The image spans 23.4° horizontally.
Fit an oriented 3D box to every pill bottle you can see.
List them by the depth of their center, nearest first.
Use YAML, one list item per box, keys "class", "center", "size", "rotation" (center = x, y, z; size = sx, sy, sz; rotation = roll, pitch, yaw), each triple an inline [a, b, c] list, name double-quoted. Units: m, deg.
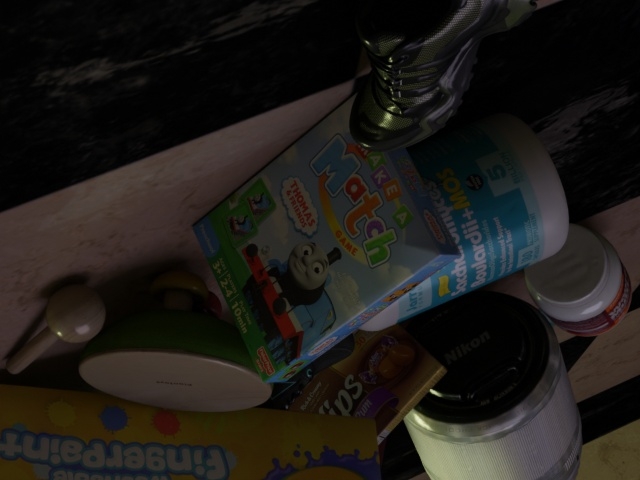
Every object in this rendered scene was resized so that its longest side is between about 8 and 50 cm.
- class: "pill bottle"
  center: [0.084, -0.008, 1.424]
  size: [0.264, 0.146, 0.146]
  rotation: [-23, 162, -12]
- class: "pill bottle"
  center: [0.326, 0.049, 1.960]
  size: [0.121, 0.121, 0.221]
  rotation: [-30, 162, 9]

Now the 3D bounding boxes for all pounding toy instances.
- class: "pounding toy"
  center: [-0.154, 0.078, 1.449]
  size: [0.236, 0.110, 0.183]
  rotation: [16, 156, -22]

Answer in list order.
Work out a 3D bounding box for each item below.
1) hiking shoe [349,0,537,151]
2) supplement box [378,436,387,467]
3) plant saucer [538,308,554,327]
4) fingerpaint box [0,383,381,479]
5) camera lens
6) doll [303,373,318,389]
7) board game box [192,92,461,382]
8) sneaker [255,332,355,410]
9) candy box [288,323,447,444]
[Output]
- class: "hiking shoe"
  center: [0.062, -0.150, 1.140]
  size: [0.114, 0.086, 0.227]
  rotation: [2, 143, -32]
- class: "supplement box"
  center: [0.001, 0.266, 2.036]
  size: [0.239, 0.073, 0.130]
  rotation: [-18, 123, -55]
- class: "plant saucer"
  center: [0.314, 0.137, 2.349]
  size: [0.119, 0.021, 0.119]
  rotation: [-24, 161, -9]
- class: "fingerpaint box"
  center: [-0.206, 0.307, 1.644]
  size: [0.444, 0.163, 0.371]
  rotation: [7, 148, -22]
- class: "camera lens"
  center: [0.219, 0.215, 2.003]
  size: [0.219, 0.219, 0.274]
  rotation: [-26, 138, -2]
- class: "doll"
  center: [-0.050, 0.178, 1.911]
  size: [0.189, 0.046, 0.129]
  rotation: [-11, 163, -41]
- class: "board game box"
  center: [0.000, 0.000, 1.307]
  size: [0.211, 0.160, 0.039]
  rotation: [-37, 158, 29]
- class: "sneaker"
  center: [-0.068, 0.173, 1.783]
  size: [0.267, 0.106, 0.101]
  rotation: [-19, 159, -26]
- class: "candy box"
  center: [0.050, 0.186, 1.870]
  size: [0.187, 0.109, 0.053]
  rotation: [-46, 165, 0]
